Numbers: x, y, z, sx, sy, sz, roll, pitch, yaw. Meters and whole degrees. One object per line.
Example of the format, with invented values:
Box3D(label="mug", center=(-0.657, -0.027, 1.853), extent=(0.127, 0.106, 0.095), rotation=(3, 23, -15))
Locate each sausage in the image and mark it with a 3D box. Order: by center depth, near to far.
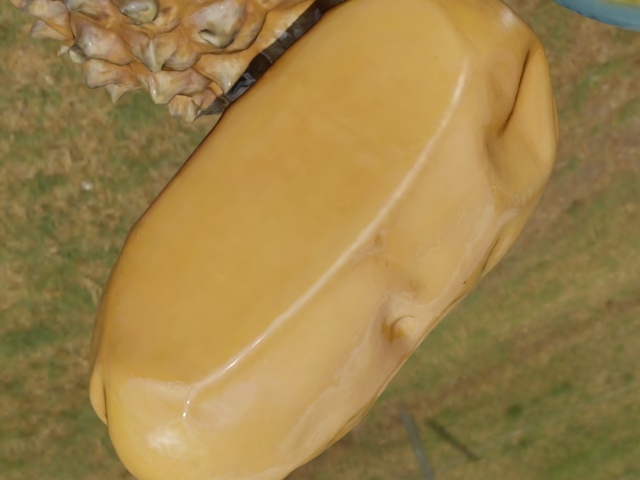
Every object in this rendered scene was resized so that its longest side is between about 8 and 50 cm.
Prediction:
Box3D(label="sausage", center=(0.000, 0.000, 0.517), extent=(0.241, 0.120, 0.136), rotation=(-48, 154, -6))

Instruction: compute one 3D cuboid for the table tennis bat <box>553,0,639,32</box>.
Box3D(label="table tennis bat", center=(0.086, -0.200, 0.393), extent=(0.044, 0.329, 0.215), rotation=(-4, 135, -37))

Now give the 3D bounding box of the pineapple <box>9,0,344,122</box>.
Box3D(label="pineapple", center=(-0.089, -0.167, 0.557), extent=(0.223, 0.223, 0.357), rotation=(-39, 153, 32))
